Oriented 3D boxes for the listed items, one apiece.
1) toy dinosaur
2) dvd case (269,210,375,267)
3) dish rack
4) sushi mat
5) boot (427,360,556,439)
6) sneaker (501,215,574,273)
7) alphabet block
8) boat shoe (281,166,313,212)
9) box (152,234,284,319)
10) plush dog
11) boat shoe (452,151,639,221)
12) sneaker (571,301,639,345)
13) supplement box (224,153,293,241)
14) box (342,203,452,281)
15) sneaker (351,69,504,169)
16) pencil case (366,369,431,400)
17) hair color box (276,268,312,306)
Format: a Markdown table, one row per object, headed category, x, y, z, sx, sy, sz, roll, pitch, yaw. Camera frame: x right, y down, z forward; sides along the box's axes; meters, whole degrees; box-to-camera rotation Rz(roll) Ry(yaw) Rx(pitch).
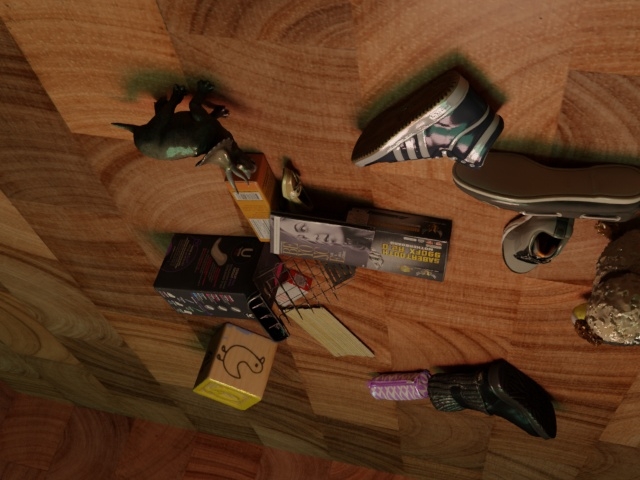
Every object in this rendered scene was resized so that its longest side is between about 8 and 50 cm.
| category | x | y | z | sx | sy | sz | roll | pitch | yaw |
| --- | --- | --- | --- | --- | --- | --- | --- | --- | --- |
| toy dinosaur | -0.267 | -0.204 | 1.453 | 0.314 | 0.160 | 0.121 | 9 | 150 | 10 |
| dvd case | 0.000 | 0.000 | 1.688 | 0.221 | 0.018 | 0.164 | 9 | 151 | 2 |
| dish rack | -0.036 | 0.108 | 1.839 | 0.272 | 0.074 | 0.208 | -30 | 142 | -1 |
| sushi mat | 0.024 | 0.269 | 2.289 | 0.151 | 0.019 | 0.316 | -7 | 144 | 34 |
| boot | 0.505 | 0.478 | 2.291 | 0.260 | 0.131 | 0.348 | -24 | 122 | 41 |
| sneaker | 0.420 | 0.004 | 1.534 | 0.100 | 0.108 | 0.271 | 14 | 153 | 1 |
| alphabet block | -0.270 | 0.403 | 2.484 | 0.192 | 0.197 | 0.193 | 22 | 150 | -12 |
| boat shoe | -0.050 | -0.104 | 1.635 | 0.048 | 0.056 | 0.153 | 0 | 150 | 9 |
| box | -0.251 | 0.092 | 1.960 | 0.270 | 0.165 | 0.143 | 3 | 148 | 23 |
| plush dog | 0.571 | 0.090 | 1.437 | 0.210 | 0.225 | 0.262 | 41 | 139 | -10 |
| boat shoe | 0.400 | -0.082 | 1.386 | 0.335 | 0.112 | 0.095 | 6 | 145 | 11 |
| sneaker | 0.700 | 0.127 | 1.620 | 0.385 | 0.145 | 0.147 | -10 | 110 | 44 |
| supplement box | -0.126 | -0.087 | 1.676 | 0.080 | 0.078 | 0.233 | 2 | 149 | 17 |
| box | 0.166 | 0.008 | 1.717 | 0.231 | 0.056 | 0.183 | 11 | 150 | 10 |
| sneaker | 0.185 | -0.170 | 1.351 | 0.153 | 0.099 | 0.282 | 32 | 145 | -24 |
| pencil case | 0.249 | 0.452 | 2.424 | 0.206 | 0.086 | 0.088 | -15 | 158 | 43 |
| hair color box | -0.087 | 0.126 | 2.065 | 0.072 | 0.043 | 0.141 | 27 | 148 | -20 |
